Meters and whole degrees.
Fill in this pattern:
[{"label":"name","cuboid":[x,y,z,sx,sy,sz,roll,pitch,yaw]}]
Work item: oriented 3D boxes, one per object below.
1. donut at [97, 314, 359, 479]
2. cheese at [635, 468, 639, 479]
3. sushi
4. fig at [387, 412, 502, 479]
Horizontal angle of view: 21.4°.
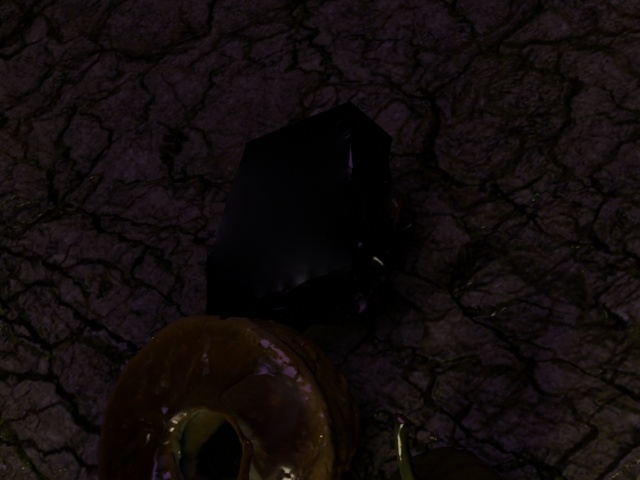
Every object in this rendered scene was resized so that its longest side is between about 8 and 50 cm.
[{"label":"donut","cuboid":[-0.099,0.245,1.997,0.330,0.160,0.330,-2,87,34]},{"label":"cheese","cuboid":[0.411,0.301,1.756,0.235,0.117,0.218,-34,52,4]},{"label":"sushi","cuboid":[0.000,-0.001,2.079,0.215,0.212,0.227,-19,54,27]},{"label":"fig","cuboid":[0.117,0.271,1.848,0.149,0.245,0.149,-11,55,16]}]
